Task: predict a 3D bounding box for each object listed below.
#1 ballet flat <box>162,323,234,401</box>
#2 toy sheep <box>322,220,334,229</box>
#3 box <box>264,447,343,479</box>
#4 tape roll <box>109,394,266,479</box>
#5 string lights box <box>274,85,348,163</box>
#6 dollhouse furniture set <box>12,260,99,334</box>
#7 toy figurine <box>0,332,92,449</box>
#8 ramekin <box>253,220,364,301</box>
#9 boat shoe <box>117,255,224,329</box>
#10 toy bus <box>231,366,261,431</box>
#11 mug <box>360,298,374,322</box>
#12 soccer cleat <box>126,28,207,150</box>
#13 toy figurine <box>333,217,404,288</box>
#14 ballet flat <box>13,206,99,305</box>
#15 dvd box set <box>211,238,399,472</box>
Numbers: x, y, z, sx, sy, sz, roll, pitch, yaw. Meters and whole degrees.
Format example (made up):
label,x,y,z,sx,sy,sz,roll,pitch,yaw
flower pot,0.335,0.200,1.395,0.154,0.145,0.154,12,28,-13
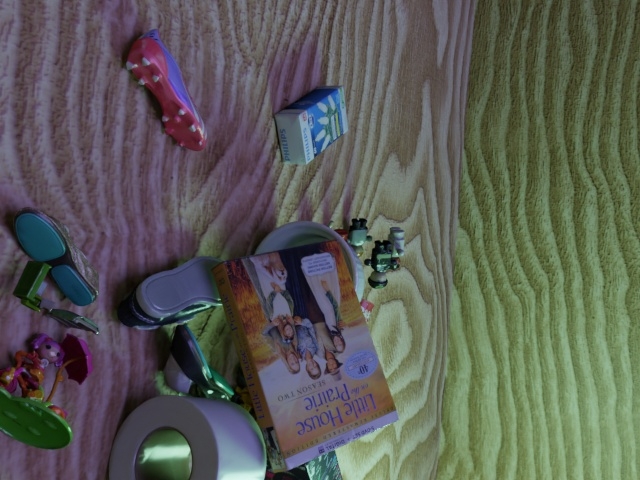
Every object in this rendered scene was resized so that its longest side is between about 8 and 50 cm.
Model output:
label,x,y,z,sx,sy,sz,roll,pitch,yaw
ballet flat,-0.259,0.280,1.310,0.096,0.095,0.280,-33,138,-12
toy sheep,0.000,0.000,1.778,0.091,0.091,0.132,-1,120,-63
box,-0.053,0.614,1.695,0.143,0.165,0.270,-52,138,-47
tape roll,-0.247,0.419,1.202,0.169,0.246,0.246,32,66,-61
string lights box,-0.019,-0.312,1.700,0.260,0.076,0.133,-47,136,-50
dollhouse furniture set,-0.411,0.092,1.009,0.152,0.076,0.058,52,50,-52
toy figurine,-0.430,0.208,0.993,0.173,0.130,0.159,47,35,-25
ramekin,-0.025,0.097,1.558,0.135,0.277,0.277,17,79,-69
boat shoe,-0.275,0.103,1.268,0.302,0.091,0.114,-3,65,-61
toy bus,-0.130,0.405,1.564,0.211,0.149,0.220,83,28,-56
mug,0.099,0.272,1.997,0.150,0.113,0.169,42,61,-55
soccer cleat,-0.276,-0.278,1.212,0.248,0.083,0.095,61,38,-44
toy figurine,0.143,0.038,1.935,0.209,0.213,0.148,-36,135,-59
ballet flat,-0.417,0.017,1.017,0.067,0.073,0.206,-96,172,-51
dvd box set,-0.026,0.220,1.328,0.307,0.062,0.420,-10,77,-37
